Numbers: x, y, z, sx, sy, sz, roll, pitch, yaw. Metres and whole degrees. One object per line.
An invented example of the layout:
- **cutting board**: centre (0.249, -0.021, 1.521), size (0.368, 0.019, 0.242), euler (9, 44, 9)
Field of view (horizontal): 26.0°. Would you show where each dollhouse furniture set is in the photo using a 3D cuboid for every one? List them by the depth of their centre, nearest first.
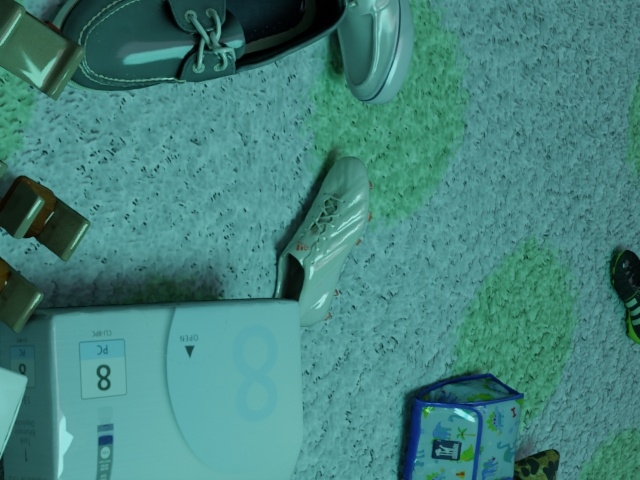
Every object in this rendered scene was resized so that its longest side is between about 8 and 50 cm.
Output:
- **dollhouse furniture set**: centre (-0.314, -0.086, 1.136), size (0.262, 0.135, 0.259), euler (33, 90, -46)

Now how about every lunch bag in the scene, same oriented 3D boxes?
- **lunch bag**: centre (0.175, 0.248, 1.756), size (0.151, 0.096, 0.128), euler (-5, 109, -31)

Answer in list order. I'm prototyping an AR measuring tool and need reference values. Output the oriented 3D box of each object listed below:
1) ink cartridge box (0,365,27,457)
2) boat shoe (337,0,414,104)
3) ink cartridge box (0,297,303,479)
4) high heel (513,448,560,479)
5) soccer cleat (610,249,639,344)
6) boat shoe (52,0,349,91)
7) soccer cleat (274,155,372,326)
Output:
- **ink cartridge box**: centre (-0.356, 0.102, 1.056), size (0.159, 0.218, 0.092), euler (29, 76, -47)
- **boat shoe**: centre (0.040, -0.275, 1.442), size (0.088, 0.096, 0.267), euler (-7, 107, -41)
- **ink cartridge box**: centre (-0.144, 0.249, 1.298), size (0.308, 0.091, 0.384), euler (0, 86, -48)
- **high heel**: centre (0.215, 0.329, 1.811), size (0.261, 0.093, 0.186), euler (-42, 136, -18)
- **soccer cleat**: centre (0.473, 0.086, 2.022), size (0.060, 0.072, 0.179), euler (-45, 131, -27)
- **boat shoe**: centre (-0.106, -0.206, 1.305), size (0.319, 0.099, 0.116), euler (-20, 117, -41)
- **soccer cleat**: centre (0.000, 0.000, 1.509), size (0.076, 0.068, 0.196), euler (15, 94, -45)
